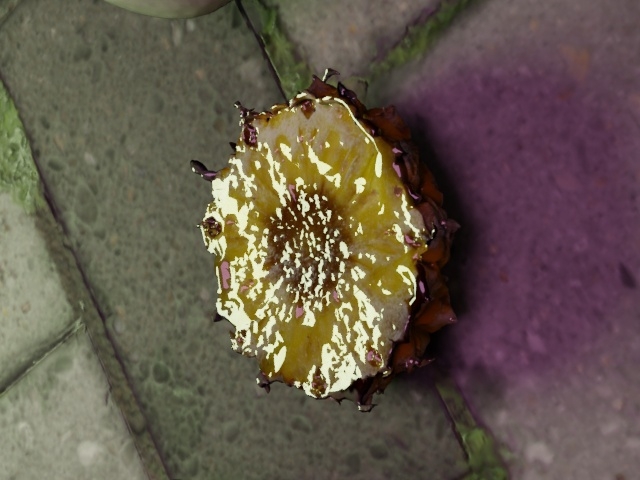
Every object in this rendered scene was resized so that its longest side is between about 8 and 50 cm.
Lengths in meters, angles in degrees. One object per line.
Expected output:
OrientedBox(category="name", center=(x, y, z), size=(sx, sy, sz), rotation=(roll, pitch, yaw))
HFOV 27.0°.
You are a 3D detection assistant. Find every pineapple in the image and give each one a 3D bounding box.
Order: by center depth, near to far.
OrientedBox(category="pineapple", center=(0.000, 0.000, 0.820), size=(0.221, 0.047, 0.221), rotation=(6, 98, 44))

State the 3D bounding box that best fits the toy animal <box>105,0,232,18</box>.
OrientedBox(category="toy animal", center=(-0.085, -0.292, 0.818), size=(0.249, 0.174, 0.289), rotation=(-35, 69, 33))
